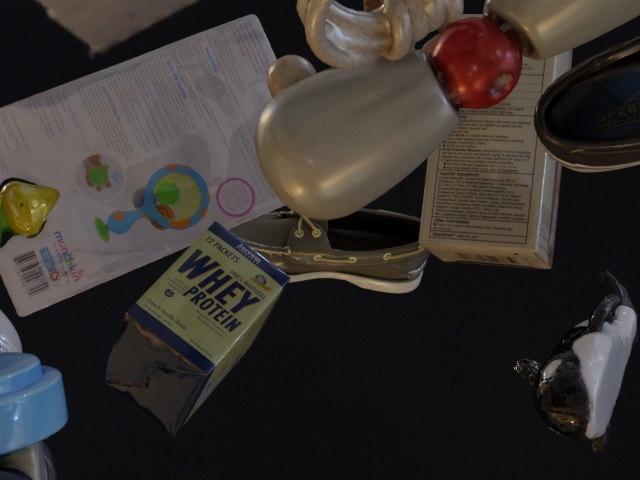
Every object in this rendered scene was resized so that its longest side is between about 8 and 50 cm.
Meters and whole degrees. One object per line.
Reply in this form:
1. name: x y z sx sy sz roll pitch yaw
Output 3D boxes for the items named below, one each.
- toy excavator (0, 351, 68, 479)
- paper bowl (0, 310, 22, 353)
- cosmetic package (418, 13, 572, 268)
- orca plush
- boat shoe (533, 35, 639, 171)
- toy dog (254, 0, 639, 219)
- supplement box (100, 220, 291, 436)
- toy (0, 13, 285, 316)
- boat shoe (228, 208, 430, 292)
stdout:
1. toy excavator: -0.417 0.058 0.893 0.433 0.222 0.445 -8 -87 -10
2. paper bowl: -0.511 0.156 1.628 0.284 0.284 0.148 7 -133 21
3. cosmetic package: 0.223 -0.123 1.543 0.153 0.129 0.296 5 -99 20
4. orca plush: 0.242 0.107 1.211 0.102 0.151 0.287 6 -148 21
5. boat shoe: 0.218 -0.092 0.644 0.228 0.076 0.080 -14 -95 21
6. toy dog: 0.098 -0.164 0.622 0.333 0.220 0.161 -24 -122 -13
7. supplement box: -0.072 0.051 0.702 0.056 0.083 0.083 37 -128 5
8. toy: -0.128 -0.053 0.867 0.237 0.056 0.137 -24 -91 -20
9. boat shoe: -0.001 -0.003 1.611 0.305 0.091 0.109 7 -139 -15
